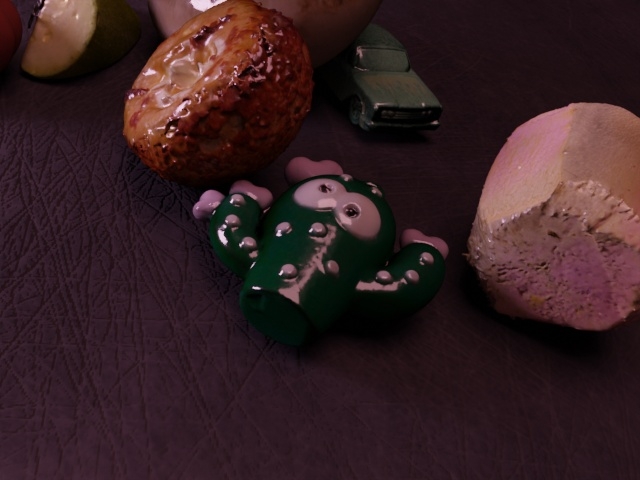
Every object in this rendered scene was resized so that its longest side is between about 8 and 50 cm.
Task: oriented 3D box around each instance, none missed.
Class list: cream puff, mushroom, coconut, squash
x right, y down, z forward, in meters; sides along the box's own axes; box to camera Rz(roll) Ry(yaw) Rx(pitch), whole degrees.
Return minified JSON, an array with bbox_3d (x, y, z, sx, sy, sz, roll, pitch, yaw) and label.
[{"bbox_3d":[-0.113,-0.160,0.831,0.164,0.240,0.240,34,22,-43],"label":"cream puff"},{"bbox_3d":[-0.085,-0.400,1.024,0.362,0.294,0.362,-12,50,15],"label":"mushroom"},{"bbox_3d":[0.286,-0.032,0.828,0.233,0.233,0.245,25,45,8],"label":"coconut"},{"bbox_3d":[-0.325,-0.293,1.056,0.093,0.169,0.252,22,4,-1],"label":"squash"}]

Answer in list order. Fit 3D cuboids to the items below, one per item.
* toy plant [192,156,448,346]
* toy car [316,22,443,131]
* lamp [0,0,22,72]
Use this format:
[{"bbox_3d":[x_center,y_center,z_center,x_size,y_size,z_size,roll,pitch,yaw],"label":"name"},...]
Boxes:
[{"bbox_3d":[0.005,0.002,0.755,0.243,0.112,0.232,-23,58,-34],"label":"toy plant"},{"bbox_3d":[0.064,-0.281,1.143,0.141,0.097,0.320,-5,43,-27],"label":"toy car"},{"bbox_3d":[-0.455,-0.267,0.869,0.182,0.140,0.182,11,43,-10],"label":"lamp"}]
